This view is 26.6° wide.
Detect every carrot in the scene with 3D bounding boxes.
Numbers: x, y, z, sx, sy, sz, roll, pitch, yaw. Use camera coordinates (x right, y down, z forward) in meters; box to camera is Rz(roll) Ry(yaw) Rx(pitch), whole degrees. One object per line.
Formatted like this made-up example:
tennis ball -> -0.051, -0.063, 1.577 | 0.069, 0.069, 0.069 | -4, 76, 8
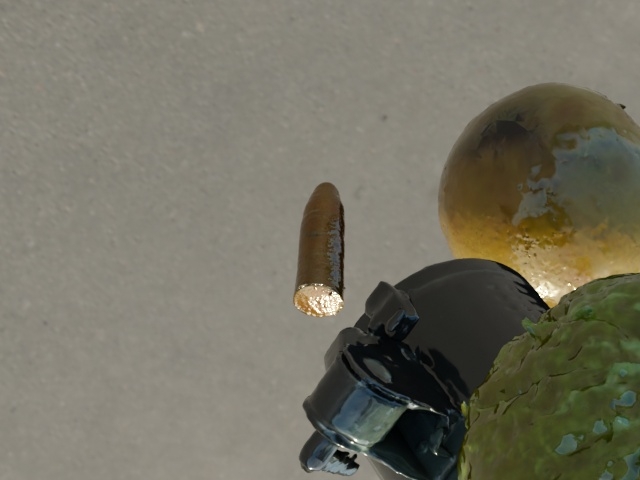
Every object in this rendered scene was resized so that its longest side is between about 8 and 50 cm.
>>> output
carrot -> 0.000, 0.000, 1.219 | 0.048, 0.048, 0.139 | 69, 18, -50

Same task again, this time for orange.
orange -> 0.219, 0.149, 0.799 | 0.301, 0.300, 0.223 | -56, 160, -33

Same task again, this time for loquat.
loquat -> 0.257, -0.043, 1.490 | 0.263, 0.263, 0.263 | -30, 139, -31

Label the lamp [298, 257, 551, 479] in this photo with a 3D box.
lamp -> 0.146, 0.151, 1.108 | 0.374, 0.272, 0.205 | 30, 107, -17
